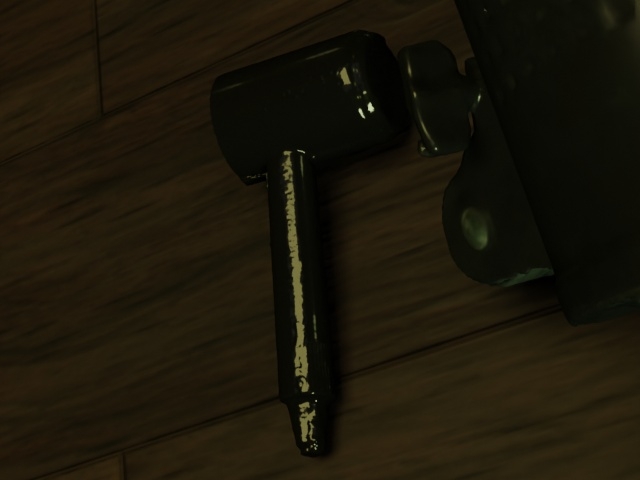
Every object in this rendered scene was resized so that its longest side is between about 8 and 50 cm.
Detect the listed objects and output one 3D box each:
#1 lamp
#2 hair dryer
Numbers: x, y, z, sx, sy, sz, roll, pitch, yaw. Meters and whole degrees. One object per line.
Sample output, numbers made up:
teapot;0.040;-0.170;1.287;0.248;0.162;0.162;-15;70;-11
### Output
lamp;0.168;-0.101;0.574;0.374;0.205;0.272;1;102;58
hair dryer;-0.002;0.000;0.813;0.114;0.070;0.248;-15;67;28
